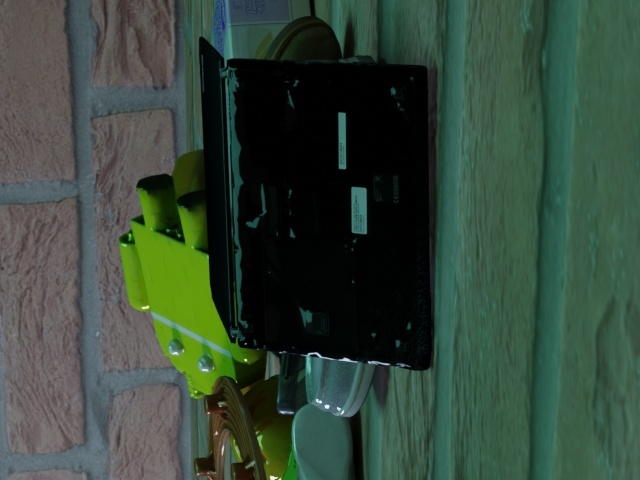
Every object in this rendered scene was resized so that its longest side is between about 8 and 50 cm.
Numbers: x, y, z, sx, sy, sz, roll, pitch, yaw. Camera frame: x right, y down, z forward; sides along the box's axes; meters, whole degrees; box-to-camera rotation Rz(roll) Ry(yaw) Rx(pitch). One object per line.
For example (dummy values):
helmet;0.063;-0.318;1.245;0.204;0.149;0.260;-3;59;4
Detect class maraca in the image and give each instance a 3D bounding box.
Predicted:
maraca;-0.041;0.211;1.740;0.186;0.099;0.127;-165;79;-69

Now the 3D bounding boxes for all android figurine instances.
android figurine;-0.140;0.066;1.799;0.248;0.056;0.273;24;129;48

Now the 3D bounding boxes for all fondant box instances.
fondant box;-0.070;-0.147;1.829;0.330;0.096;0.238;116;149;-70

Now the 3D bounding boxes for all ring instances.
ring;-0.092;0.310;1.697;0.336;0.032;0.336;175;90;-77

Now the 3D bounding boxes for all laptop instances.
laptop;-0.012;-0.038;1.298;0.136;0.264;0.234;-28;-61;-60

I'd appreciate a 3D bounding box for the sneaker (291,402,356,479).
sneaker;0.007;0.260;1.574;0.094;0.080;0.212;19;-106;-86

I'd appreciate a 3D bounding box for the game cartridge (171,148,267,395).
game cartridge;-0.133;0.050;2.036;0.323;0.053;0.285;-85;-22;-76

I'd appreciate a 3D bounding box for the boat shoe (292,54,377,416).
boat shoe;0.000;0.000;1.390;0.118;0.103;0.320;-115;25;-67

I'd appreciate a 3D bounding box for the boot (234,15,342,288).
boot;-0.003;-0.056;1.525;0.115;0.112;0.305;27;119;45

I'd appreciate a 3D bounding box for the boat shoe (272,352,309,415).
boat shoe;-0.028;0.092;1.690;0.080;0.073;0.223;96;167;-45
